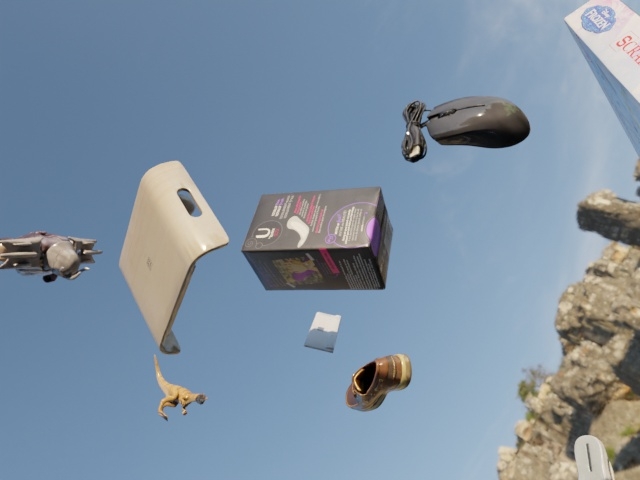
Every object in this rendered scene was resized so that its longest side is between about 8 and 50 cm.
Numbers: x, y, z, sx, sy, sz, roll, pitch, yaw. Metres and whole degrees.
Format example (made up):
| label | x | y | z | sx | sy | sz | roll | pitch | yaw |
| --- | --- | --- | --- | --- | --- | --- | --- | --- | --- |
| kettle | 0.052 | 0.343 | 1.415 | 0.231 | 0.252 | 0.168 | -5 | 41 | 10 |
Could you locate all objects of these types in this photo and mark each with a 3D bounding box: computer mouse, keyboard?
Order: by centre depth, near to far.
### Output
| label | x | y | z | sx | sy | sz | roll | pitch | yaw |
| --- | --- | --- | --- | --- | --- | --- | --- | --- | --- |
| computer mouse | 0.309 | -0.255 | 1.091 | 0.072 | 0.271 | 0.189 | 75 | -161 | -52 |
| keyboard | 0.010 | 0.232 | 1.317 | 0.256 | 0.072 | 0.014 | -55 | -29 | -78 |

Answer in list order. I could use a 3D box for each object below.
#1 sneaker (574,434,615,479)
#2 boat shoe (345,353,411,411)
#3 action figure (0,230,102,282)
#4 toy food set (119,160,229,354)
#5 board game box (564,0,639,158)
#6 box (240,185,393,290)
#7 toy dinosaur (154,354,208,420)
| label | x | y | z | sx | sy | sz | roll | pitch | yaw |
| --- | --- | --- | --- | --- | --- | --- | --- | --- | --- |
| sneaker | 0.634 | 0.580 | 1.156 | 0.091 | 0.094 | 0.258 | 46 | -134 | -24 |
| boat shoe | 0.076 | 0.224 | 0.809 | 0.060 | 0.064 | 0.178 | 10 | -36 | -19 |
| action figure | -0.450 | 0.017 | 0.736 | 0.185 | 0.284 | 0.099 | 31 | -108 | -69 |
| toy food set | -0.274 | 0.039 | 0.949 | 0.092 | 0.220 | 0.306 | -8 | -41 | -41 |
| board game box | 0.456 | -0.126 | 0.652 | 0.065 | 0.318 | 0.318 | -32 | -56 | 28 |
| box | 0.000 | 0.000 | 1.058 | 0.143 | 0.270 | 0.165 | 66 | -150 | -45 |
| toy dinosaur | -0.366 | 0.382 | 1.271 | 0.112 | 0.211 | 0.064 | -54 | -34 | -30 |
